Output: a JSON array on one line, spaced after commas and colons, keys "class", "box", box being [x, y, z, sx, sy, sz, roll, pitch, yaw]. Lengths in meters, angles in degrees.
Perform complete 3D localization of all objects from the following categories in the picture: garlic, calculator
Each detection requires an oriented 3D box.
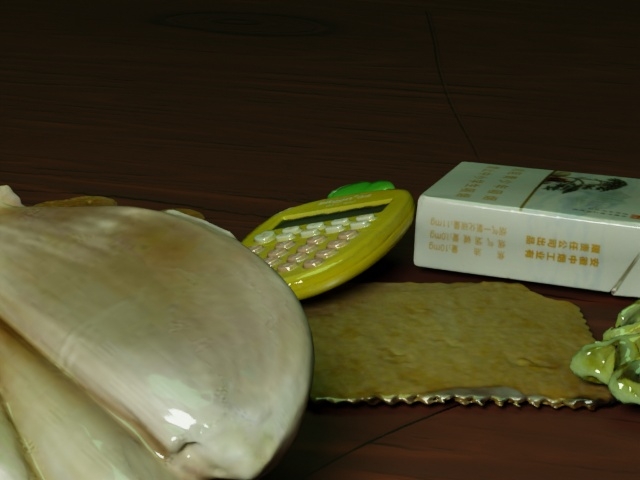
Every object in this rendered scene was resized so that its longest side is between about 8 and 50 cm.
[{"class": "garlic", "box": [-0.138, 0.081, 0.986, 0.325, 0.132, 0.279, 36, 51, 30]}, {"class": "calculator", "box": [0.000, 0.000, 1.383, 0.146, 0.032, 0.235, -9, 17, 27]}]

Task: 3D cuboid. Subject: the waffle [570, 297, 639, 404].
[{"class": "waffle", "box": [0.301, 0.084, 1.166, 0.214, 0.054, 0.207, 24, 30, 38]}]

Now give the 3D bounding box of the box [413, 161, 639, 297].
[{"class": "box", "box": [0.209, -0.011, 1.414, 0.233, 0.067, 0.149, 7, 19, 18]}]

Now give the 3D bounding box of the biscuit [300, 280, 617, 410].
[{"class": "biscuit", "box": [0.090, 0.072, 1.259, 0.232, 0.013, 0.237, 0, 19, -2]}]

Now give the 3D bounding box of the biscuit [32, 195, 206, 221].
[{"class": "biscuit", "box": [-0.207, 0.025, 1.341, 0.186, 0.044, 0.295, 7, 19, 26]}]
